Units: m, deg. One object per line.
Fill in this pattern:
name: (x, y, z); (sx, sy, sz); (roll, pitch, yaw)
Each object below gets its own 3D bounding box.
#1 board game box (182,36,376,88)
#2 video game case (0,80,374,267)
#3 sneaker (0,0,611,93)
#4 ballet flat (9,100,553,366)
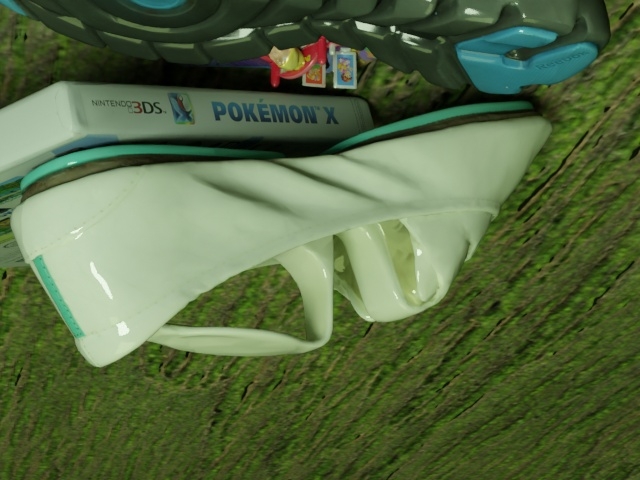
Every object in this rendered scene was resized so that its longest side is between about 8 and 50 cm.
board game box: (-0.030, -0.128, 0.932); (0.168, 0.033, 0.133); (1, 154, -3)
video game case: (-0.175, -0.033, 0.999); (0.329, 0.036, 0.300); (-18, 172, 33)
sneaker: (-0.025, -0.164, 0.753); (0.341, 0.140, 0.125); (8, 164, -9)
ballet flat: (0.000, 0.000, 0.931); (0.400, 0.139, 0.139); (-10, 165, -40)
